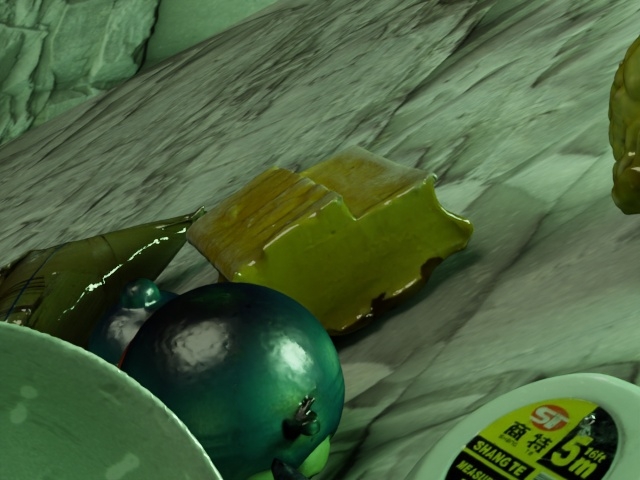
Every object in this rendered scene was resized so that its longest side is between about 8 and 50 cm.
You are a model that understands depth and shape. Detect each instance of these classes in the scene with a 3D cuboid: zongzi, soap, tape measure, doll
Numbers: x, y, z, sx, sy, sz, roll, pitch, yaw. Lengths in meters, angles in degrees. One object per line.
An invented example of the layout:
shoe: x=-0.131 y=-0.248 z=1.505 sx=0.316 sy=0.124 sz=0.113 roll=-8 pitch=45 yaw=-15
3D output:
zongzi: x=-0.279 y=0.075 z=1.692 sx=0.289 sy=0.123 sz=0.260 roll=-20 pitch=27 yaw=13
soap: x=0.000 y=0.000 z=1.491 sx=0.259 sy=0.143 sz=0.281 roll=-30 pitch=16 yaw=-11
tape measure: x=0.118 y=0.178 z=0.968 sx=0.215 sy=0.098 sz=0.351 roll=-37 pitch=25 yaw=-16
doll: x=-0.105 y=0.127 z=1.224 sx=0.198 sy=0.186 sz=0.322 roll=-27 pitch=26 yaw=-37

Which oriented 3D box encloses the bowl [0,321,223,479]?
bowl: x=-0.266 y=0.280 z=0.922 sx=0.434 sy=0.435 sz=0.196 roll=-38 pitch=-2 yaw=-23

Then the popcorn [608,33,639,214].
popcorn: x=0.361 y=-0.111 z=1.202 sx=0.237 sy=0.206 sz=0.251 roll=15 pitch=58 yaw=42
